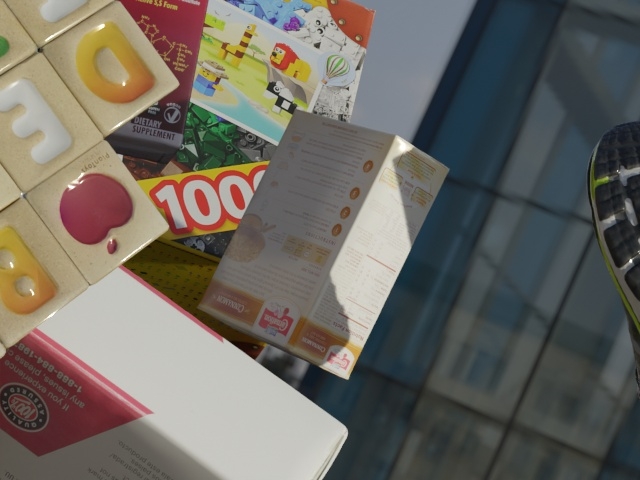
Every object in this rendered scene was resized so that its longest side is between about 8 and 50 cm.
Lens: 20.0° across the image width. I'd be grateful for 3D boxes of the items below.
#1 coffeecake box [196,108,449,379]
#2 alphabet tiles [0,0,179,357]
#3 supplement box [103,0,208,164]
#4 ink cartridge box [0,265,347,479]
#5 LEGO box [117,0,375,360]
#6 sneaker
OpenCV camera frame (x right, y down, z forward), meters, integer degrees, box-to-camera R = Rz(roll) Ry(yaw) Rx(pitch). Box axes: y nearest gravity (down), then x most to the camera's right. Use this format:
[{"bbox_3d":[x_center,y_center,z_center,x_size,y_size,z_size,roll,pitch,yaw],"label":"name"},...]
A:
[{"bbox_3d":[0.000,0.000,1.451,0.068,0.185,0.142,30,-6,-37],"label":"coffeecake box"},{"bbox_3d":[-0.234,-0.098,0.888,0.342,0.285,0.011,54,-33,-5],"label":"alphabet tiles"},{"bbox_3d":[-0.163,-0.197,1.541,0.130,0.239,0.073,11,-12,-12],"label":"supplement box"},{"bbox_3d":[-0.148,0.175,1.082,0.207,0.283,0.117,35,28,4],"label":"ink cartridge box"},{"bbox_3d":[-0.233,-0.139,1.861,0.500,0.372,0.193,20,-34,-11],"label":"LEGO box"},{"bbox_3d":[0.249,0.062,1.263,0.111,0.300,0.121,-13,-11,-14],"label":"sneaker"}]
